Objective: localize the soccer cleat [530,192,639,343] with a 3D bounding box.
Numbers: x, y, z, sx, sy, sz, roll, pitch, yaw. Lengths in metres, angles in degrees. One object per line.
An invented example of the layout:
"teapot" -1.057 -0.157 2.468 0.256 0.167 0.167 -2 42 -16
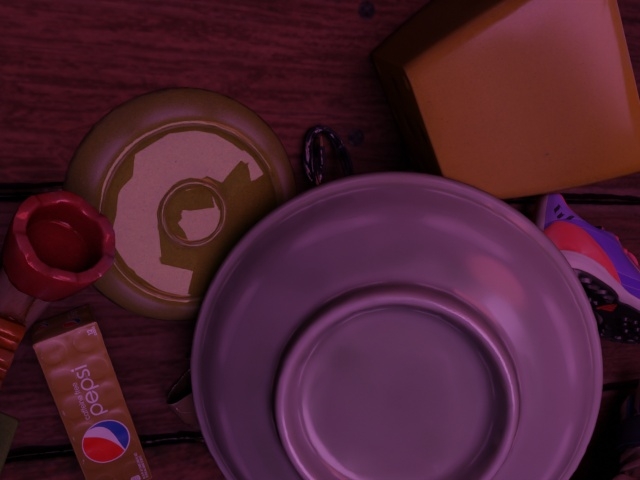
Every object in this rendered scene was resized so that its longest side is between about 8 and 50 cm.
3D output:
"soccer cleat" 0.370 0.048 0.932 0.318 0.108 0.117 26 60 -34

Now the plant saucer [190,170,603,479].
"plant saucer" 0.068 0.138 0.680 0.400 0.100 0.401 1 99 4

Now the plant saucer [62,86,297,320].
"plant saucer" -0.130 -0.029 0.729 0.240 0.037 0.241 -6 105 -21

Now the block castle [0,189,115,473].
"block castle" -0.331 0.108 0.452 0.303 0.453 0.213 30 135 -25

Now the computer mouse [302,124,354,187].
"computer mouse" 0.000 0.000 0.780 0.071 0.041 0.242 4 88 -3

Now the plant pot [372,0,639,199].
"plant pot" 0.173 -0.154 0.743 0.187 0.212 0.212 -23 112 -1

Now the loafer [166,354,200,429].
"loafer" -0.110 0.129 0.766 0.050 0.056 0.148 29 90 -33

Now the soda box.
"soda box" -0.225 0.160 0.724 0.061 0.058 0.181 -20 110 -18

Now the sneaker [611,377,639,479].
"sneaker" 0.418 0.297 0.954 0.322 0.130 0.236 8 70 -46
